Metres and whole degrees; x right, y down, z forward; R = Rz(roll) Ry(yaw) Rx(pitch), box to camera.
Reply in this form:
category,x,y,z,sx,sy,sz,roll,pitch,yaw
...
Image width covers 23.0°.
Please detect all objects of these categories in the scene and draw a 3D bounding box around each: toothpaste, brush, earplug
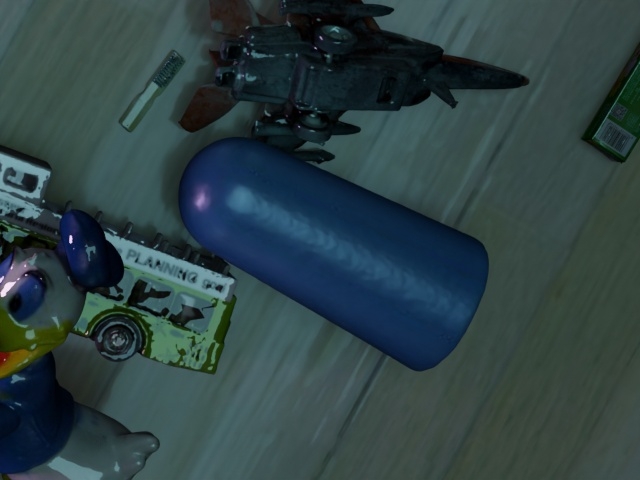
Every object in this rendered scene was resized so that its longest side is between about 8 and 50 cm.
category,x,y,z,sx,sy,sz,roll,pitch,yaw
toothpaste,0.313,-0.159,1.488,0.043,0.037,0.178,31,90,-9
brush,-0.151,-0.134,1.411,0.016,0.013,0.084,38,90,-15
earplug,0.000,0.000,1.382,0.273,0.132,0.132,27,91,-18

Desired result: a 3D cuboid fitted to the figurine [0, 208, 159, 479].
category,x,y,z,sx,sy,sz,roll,pitch,yaw
figurine,-0.255,0.095,1.250,0.283,0.204,0.338,22,122,-12

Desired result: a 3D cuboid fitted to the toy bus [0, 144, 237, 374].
category,x,y,z,sx,sy,sz,roll,pitch,yaw
toy bus,-0.220,0.014,1.368,0.301,0.113,0.139,21,93,-15

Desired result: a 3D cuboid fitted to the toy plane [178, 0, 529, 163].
category,x,y,z,sx,sy,sz,roll,pitch,yaw
toy plane,0.044,-0.149,1.401,0.326,0.104,0.223,6,122,-15
